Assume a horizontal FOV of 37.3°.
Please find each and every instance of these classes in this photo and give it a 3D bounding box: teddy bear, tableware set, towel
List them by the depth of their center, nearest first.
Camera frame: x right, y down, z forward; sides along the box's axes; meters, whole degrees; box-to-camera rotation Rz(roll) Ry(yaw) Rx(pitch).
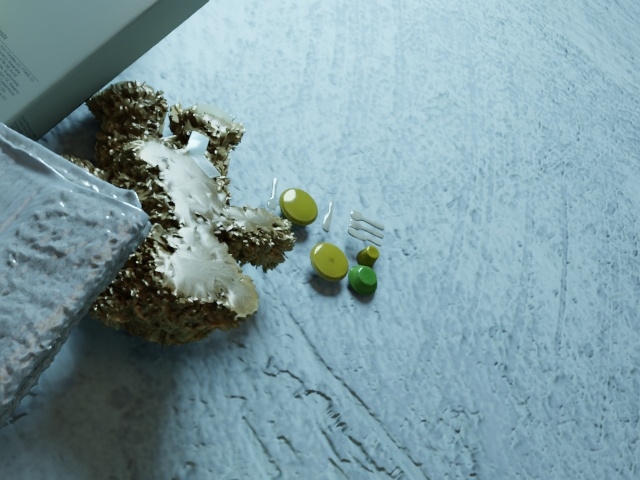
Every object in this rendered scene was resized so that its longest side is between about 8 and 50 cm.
[{"bbox_3d":[-0.282,0.039,0.754,0.187,0.049,0.282,27,63,9],"label":"towel"},{"bbox_3d":[-0.152,-0.030,0.937,0.245,0.113,0.338,2,49,-39],"label":"teddy bear"},{"bbox_3d":[0.000,0.000,1.053,0.154,0.024,0.104,23,52,-18],"label":"tableware set"}]

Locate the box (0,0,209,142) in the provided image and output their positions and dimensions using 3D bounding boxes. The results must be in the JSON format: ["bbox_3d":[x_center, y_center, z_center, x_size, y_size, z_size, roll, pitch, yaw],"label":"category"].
[{"bbox_3d":[-0.241,-0.204,0.911,0.275,0.094,0.113,-41,85,-12],"label":"box"}]
